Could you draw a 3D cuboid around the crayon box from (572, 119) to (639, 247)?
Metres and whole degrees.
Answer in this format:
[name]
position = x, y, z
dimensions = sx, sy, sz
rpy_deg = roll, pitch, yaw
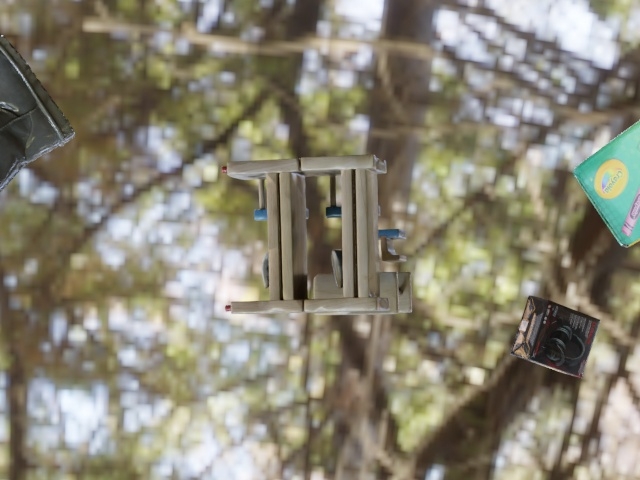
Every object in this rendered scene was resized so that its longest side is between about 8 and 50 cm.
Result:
[crayon box]
position = 0.339, -0.108, 1.473
dimensions = 0.165, 0.278, 0.081
rpy_deg = -31, -94, -35

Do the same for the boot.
[boot]
position = -0.404, -0.122, 2.150
dimensions = 0.208, 0.076, 0.189
rpy_deg = -37, -93, -15

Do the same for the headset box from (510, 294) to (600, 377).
[headset box]
position = 0.233, 0.096, 1.881
dimensions = 0.083, 0.062, 0.032
rpy_deg = 21, 176, -34

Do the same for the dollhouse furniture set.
[dollhouse furniture set]
position = 0.000, 0.000, 1.656
dimensions = 0.129, 0.129, 0.184
rpy_deg = -2, 177, 12
